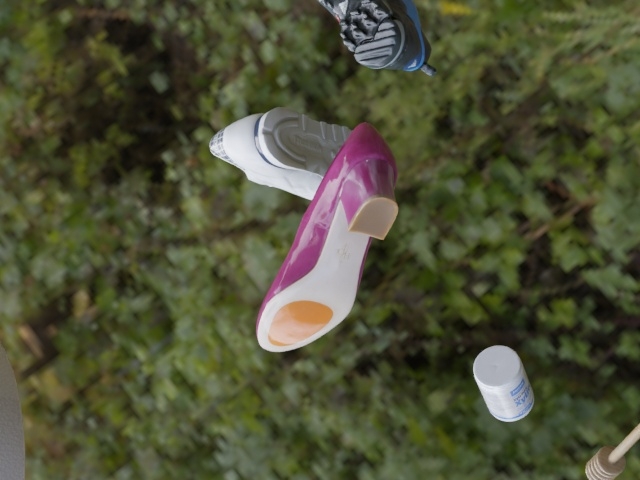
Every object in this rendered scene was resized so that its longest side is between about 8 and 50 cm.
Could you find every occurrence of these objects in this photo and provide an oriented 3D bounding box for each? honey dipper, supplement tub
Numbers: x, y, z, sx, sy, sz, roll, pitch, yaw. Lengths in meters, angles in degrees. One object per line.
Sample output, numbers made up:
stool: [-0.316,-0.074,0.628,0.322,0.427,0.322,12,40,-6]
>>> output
honey dipper: [0.291,0.194,1.508,0.030,0.030,0.161,48,155,13]
supplement tub: [0.260,0.204,2.259,0.071,0.071,0.107,40,167,35]

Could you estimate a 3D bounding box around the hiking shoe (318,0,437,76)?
hiking shoe: [0.062,-0.363,2.335,0.132,0.113,0.304,15,-133,-51]

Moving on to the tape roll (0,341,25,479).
tape roll: [-0.380,0.247,1.390,0.072,0.392,0.392,16,-173,-36]

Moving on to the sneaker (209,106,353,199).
sneaker: [-0.020,-0.087,1.812,0.095,0.090,0.235,-14,152,36]

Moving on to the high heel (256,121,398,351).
high heel: [0.000,0.000,1.556,0.117,0.082,0.244,-99,29,-46]
